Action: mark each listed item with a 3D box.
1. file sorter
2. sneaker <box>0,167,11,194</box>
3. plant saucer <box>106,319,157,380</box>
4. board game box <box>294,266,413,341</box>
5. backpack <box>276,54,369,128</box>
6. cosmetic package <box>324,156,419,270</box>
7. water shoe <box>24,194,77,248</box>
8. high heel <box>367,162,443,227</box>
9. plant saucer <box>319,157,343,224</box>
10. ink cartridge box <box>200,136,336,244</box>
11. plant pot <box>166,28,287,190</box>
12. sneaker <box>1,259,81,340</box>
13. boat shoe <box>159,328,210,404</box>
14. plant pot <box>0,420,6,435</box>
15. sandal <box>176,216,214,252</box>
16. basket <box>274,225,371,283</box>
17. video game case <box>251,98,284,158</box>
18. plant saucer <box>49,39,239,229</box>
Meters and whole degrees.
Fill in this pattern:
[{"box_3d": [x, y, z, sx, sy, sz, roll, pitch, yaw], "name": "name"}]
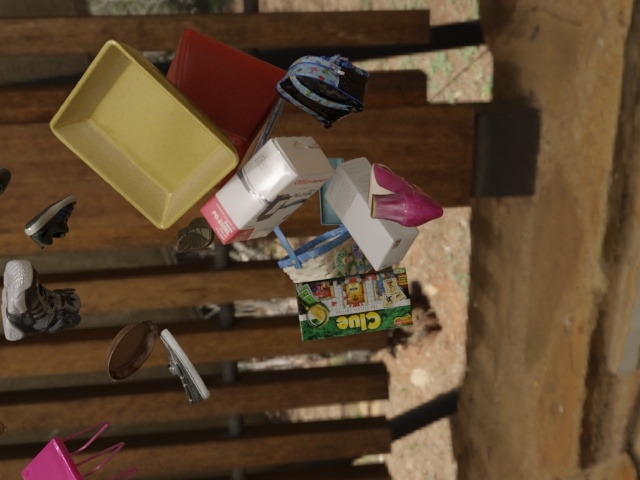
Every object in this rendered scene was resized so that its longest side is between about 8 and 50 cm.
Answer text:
[{"box_3d": [-0.539, 0.611, 1.947, 0.202, 0.182, 0.291, -44, 72, 36], "name": "file sorter"}, {"box_3d": [-0.780, -0.105, 1.917, 0.166, 0.076, 0.065, -60, -38, -32], "name": "sneaker"}, {"box_3d": [-0.468, 0.264, 1.991, 0.168, 0.029, 0.168, -48, -25, -31], "name": "plant saucer"}, {"box_3d": [0.076, 0.145, 1.849, 0.030, 0.259, 0.136, -160, 62, -83], "name": "board game box"}, {"box_3d": [-0.001, -0.338, 1.756, 0.158, 0.173, 0.117, -18, 54, 57], "name": "backpack"}, {"box_3d": [0.111, -0.061, 1.801, 0.231, 0.085, 0.117, 56, 146, 23], "name": "cosmetic package"}, {"box_3d": [-0.662, -0.044, 2.022, 0.080, 0.073, 0.203, 60, -153, -16], "name": "water shoe"}, {"box_3d": [0.145, -0.083, 1.427, 0.244, 0.117, 0.082, -86, 0, -76], "name": "high heel"}, {"box_3d": [0.030, -0.128, 2.102, 0.018, 0.067, 0.192, -84, -8, -60], "name": "plant saucer"}, {"box_3d": [-0.108, -0.106, 1.706, 0.100, 0.237, 0.172, 55, -153, 12], "name": "ink cartridge box"}, {"box_3d": [-0.255, -0.277, 1.884, 0.267, 0.267, 0.236, 125, 162, -45], "name": "plant pot"}, {"box_3d": [-0.573, 0.117, 1.679, 0.268, 0.153, 0.101, -55, 46, 50], "name": "sneaker"}, {"box_3d": [-0.244, 0.221, 1.412, 0.142, 0.040, 0.049, 58, 168, -1], "name": "boat shoe"}, {"box_3d": [-0.954, 0.490, 2.142, 0.236, 0.236, 0.032, 178, 96, -83], "name": "plant pot"}, {"box_3d": [-0.334, -0.007, 2.226, 0.219, 0.060, 0.090, -23, 66, 56], "name": "sandal"}, {"box_3d": [0.000, 0.000, 2.194, 0.201, 0.255, 0.289, -25, 99, 45], "name": "basket"}, {"box_3d": [-0.128, -0.333, 2.227, 0.196, 0.026, 0.274, -119, 54, -85], "name": "video game case"}, {"box_3d": [-0.352, -0.219, 1.663, 0.333, 0.333, 0.081, -35, 17, 44], "name": "plant saucer"}]
